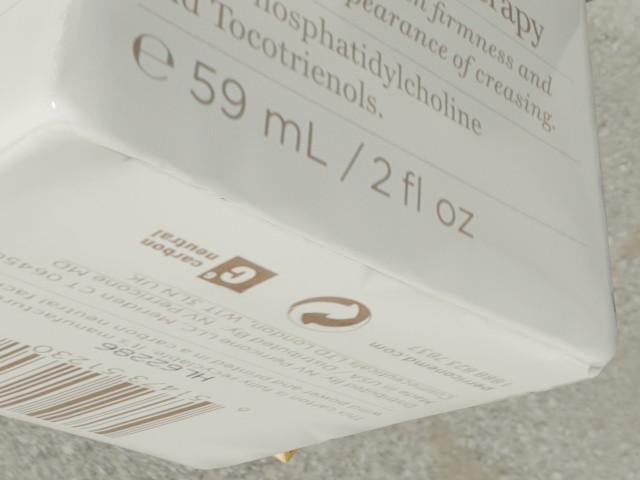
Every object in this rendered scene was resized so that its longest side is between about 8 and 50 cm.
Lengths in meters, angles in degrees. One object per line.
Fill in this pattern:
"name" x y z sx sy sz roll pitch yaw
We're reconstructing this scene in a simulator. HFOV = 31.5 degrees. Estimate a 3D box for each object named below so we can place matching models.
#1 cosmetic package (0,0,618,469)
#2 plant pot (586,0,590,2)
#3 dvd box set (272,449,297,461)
"cosmetic package" -0.074 -0.117 0.633 0.329 0.327 0.393 24 57 -38
"plant pot" 0.172 -0.334 1.058 0.272 0.272 0.255 -26 104 -22
"dvd box set" 0.000 0.000 1.119 0.062 0.420 0.307 26 63 25
